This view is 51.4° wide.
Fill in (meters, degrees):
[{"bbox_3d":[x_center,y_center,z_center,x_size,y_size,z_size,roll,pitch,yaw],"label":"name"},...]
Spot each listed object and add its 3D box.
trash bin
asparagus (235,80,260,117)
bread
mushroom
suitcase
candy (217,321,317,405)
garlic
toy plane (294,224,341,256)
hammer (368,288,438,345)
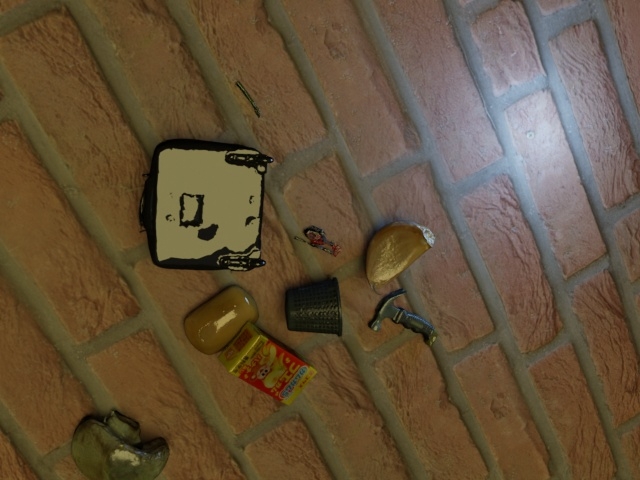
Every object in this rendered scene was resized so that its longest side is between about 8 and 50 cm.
[{"bbox_3d":[-0.023,0.198,1.947,0.161,0.175,0.175,-2,103,-3],"label":"trash bin"},{"bbox_3d":[-0.196,-0.389,1.833,0.015,0.014,0.114,-26,111,26],"label":"asparagus"},{"bbox_3d":[-0.280,0.233,1.905,0.217,0.098,0.147,-39,113,-4],"label":"bread"},{"bbox_3d":[-0.570,0.613,1.868,0.267,0.164,0.189,38,89,-20],"label":"mushroom"},{"bbox_3d":[-0.308,-0.092,1.775,0.340,0.188,0.344,1,104,-18],"label":"suitcase"},{"bbox_3d":[-0.150,0.362,1.934,0.146,0.088,0.276,-50,130,-3],"label":"candy"},{"bbox_3d":[0.221,0.041,1.974,0.245,0.164,0.145,-46,127,3],"label":"garlic"},{"bbox_3d":[0.000,0.000,1.966,0.145,0.037,0.060,25,98,-19],"label":"toy plane"},{"bbox_3d":[0.278,0.255,2.102,0.227,0.041,0.158,31,94,-19],"label":"hammer"}]
